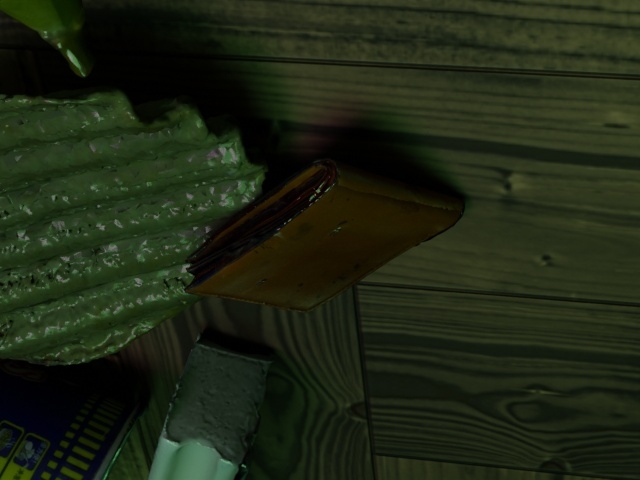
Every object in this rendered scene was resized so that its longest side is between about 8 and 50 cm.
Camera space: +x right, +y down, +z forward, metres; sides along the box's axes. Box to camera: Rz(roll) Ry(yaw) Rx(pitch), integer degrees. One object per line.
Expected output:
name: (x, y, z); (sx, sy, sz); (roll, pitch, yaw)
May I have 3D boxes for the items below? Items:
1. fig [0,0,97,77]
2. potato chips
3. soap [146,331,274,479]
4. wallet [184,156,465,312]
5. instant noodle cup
fig: (-0.286, -0.255, 1.024); (0.233, 0.233, 0.314); (-1, 144, 17)
potato chips: (-0.231, -0.014, 1.296); (0.429, 0.070, 0.358); (-16, 144, 26)
soap: (-0.122, 0.219, 1.494); (0.094, 0.150, 0.261); (15, 136, -4)
wallet: (-0.001, -0.003, 1.275); (0.161, 0.042, 0.195); (11, 144, -44)
instant noodle cup: (-0.371, 0.209, 1.490); (0.312, 0.284, 0.284); (29, 135, -2)
